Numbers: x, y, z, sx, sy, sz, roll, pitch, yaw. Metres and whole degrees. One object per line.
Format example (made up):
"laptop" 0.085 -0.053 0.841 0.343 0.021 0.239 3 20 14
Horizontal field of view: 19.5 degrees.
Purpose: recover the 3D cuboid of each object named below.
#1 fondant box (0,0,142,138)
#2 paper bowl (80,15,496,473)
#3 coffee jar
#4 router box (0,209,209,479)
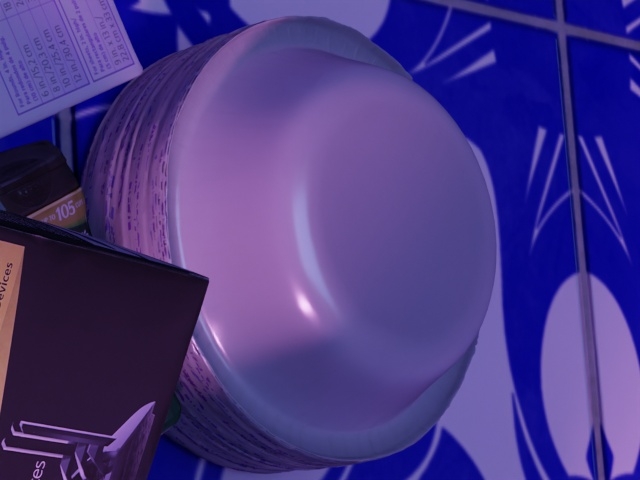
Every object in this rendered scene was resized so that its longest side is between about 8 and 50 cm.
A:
"fondant box" -0.279 -0.042 0.837 0.330 0.238 0.096 -32 104 -44
"paper bowl" 0.000 0.000 1.170 0.284 0.148 0.284 14 70 -43
"coffee jar" -0.156 0.040 1.053 0.096 0.079 0.184 -33 104 -44
"router box" -0.189 0.130 0.736 0.243 0.081 0.308 19 89 -53
